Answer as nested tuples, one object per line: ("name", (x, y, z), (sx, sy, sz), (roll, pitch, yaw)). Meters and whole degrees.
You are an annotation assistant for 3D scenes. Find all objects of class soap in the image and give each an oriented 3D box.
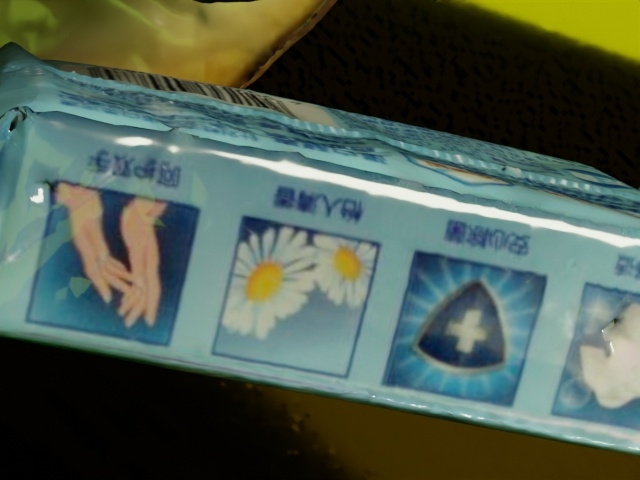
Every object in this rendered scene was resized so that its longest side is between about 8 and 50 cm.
("soap", (0.000, 0.000, 0.529), (0.293, 0.156, 0.077), (12, 100, -11))

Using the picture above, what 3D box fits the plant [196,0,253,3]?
("plant", (-0.020, -0.193, 0.470), (0.204, 0.178, 0.234), (37, 79, 0))

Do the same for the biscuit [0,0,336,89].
("biscuit", (-0.104, -0.120, 0.598), (0.260, 0.041, 0.203), (-4, 102, 8))
